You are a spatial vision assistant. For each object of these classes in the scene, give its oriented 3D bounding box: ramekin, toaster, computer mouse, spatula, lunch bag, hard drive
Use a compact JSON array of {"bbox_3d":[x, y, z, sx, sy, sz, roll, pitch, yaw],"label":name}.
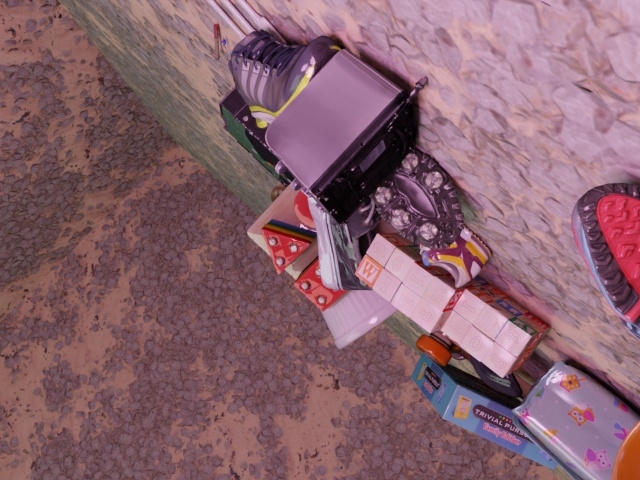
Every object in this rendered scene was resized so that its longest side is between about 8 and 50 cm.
[{"bbox_3d":[0.119,0.136,1.441,0.127,0.273,0.273,54,174,8],"label":"ramekin"},{"bbox_3d":[0.036,-0.125,0.737,0.110,0.185,0.168,43,-179,16],"label":"toaster"},{"bbox_3d":[0.324,0.216,1.186,0.184,0.060,0.262,48,-163,-48],"label":"computer mouse"},{"bbox_3d":[-0.135,-0.348,0.916,0.242,0.019,0.168,45,173,-17],"label":"spatula"},{"bbox_3d":[0.481,0.346,1.098,0.223,0.160,0.262,42,179,24],"label":"lunch bag"},{"bbox_3d":[-0.088,-0.193,1.390,0.339,0.064,0.237,42,173,-2],"label":"hard drive"}]

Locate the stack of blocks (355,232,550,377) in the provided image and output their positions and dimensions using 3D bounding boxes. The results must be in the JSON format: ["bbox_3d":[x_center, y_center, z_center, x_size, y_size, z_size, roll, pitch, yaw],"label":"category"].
[{"bbox_3d":[0.227,0.102,1.032,0.297,0.087,0.171,38,-159,28],"label":"stack of blocks"}]

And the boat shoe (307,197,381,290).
[{"bbox_3d":[0.055,-0.050,1.090,0.119,0.121,0.335,4,128,18],"label":"boat shoe"}]

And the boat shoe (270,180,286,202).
[{"bbox_3d":[-0.019,-0.075,1.661,0.105,0.089,0.285,-11,135,38],"label":"boat shoe"}]

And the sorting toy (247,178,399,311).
[{"bbox_3d":[0.000,0.000,1.249,0.255,0.257,0.089,43,-151,-4],"label":"sorting toy"}]

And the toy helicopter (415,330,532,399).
[{"bbox_3d":[0.377,0.285,1.409,0.355,0.140,0.235,36,171,4],"label":"toy helicopter"}]

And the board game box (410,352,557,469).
[{"bbox_3d":[0.365,0.372,1.358,0.254,0.079,0.336,25,179,-3],"label":"board game box"}]

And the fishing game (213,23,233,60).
[{"bbox_3d":[-0.108,-0.275,1.111,0.264,0.041,0.189,42,170,-2],"label":"fishing game"}]

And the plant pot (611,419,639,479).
[{"bbox_3d":[0.519,0.335,0.753,0.188,0.205,0.205,29,176,-12],"label":"plant pot"}]

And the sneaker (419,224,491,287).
[{"bbox_3d":[0.178,-0.007,0.950,0.185,0.084,0.069,41,173,10],"label":"sneaker"}]

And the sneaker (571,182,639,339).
[{"bbox_3d":[0.305,0.053,0.553,0.262,0.104,0.125,45,175,-13],"label":"sneaker"}]

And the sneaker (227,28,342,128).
[{"bbox_3d":[-0.065,-0.233,0.827,0.121,0.111,0.300,48,165,-18],"label":"sneaker"}]

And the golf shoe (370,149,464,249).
[{"bbox_3d":[0.105,-0.097,0.871,0.273,0.105,0.120,45,-169,14],"label":"golf shoe"}]
